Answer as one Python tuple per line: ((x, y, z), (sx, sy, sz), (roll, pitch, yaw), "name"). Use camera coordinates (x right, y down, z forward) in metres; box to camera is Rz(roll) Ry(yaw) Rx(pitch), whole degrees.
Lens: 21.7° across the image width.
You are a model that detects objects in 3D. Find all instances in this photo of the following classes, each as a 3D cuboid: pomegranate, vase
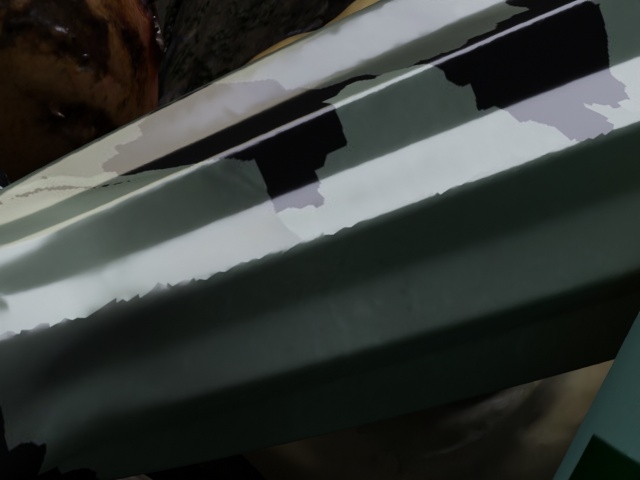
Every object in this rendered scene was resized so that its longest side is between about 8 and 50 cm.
((-0.242, -0.130, 1.090), (0.322, 0.322, 0.322), (27, 0, 0), "pomegranate")
((0.000, 0.000, 0.535), (0.360, 0.165, 0.165), (-20, 34, -38), "vase")

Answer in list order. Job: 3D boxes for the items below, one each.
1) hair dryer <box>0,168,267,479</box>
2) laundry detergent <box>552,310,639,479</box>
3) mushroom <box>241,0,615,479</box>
((-0.074, 0.071, 0.719), (0.359, 0.120, 0.304), (38, -15, -20), "hair dryer")
((0.201, 0.100, 0.450), (0.287, 0.305, 0.287), (27, 1, 0), "laundry detergent")
((0.056, 0.035, 0.878), (0.353, 0.353, 0.325), (27, -38, -22), "mushroom")
